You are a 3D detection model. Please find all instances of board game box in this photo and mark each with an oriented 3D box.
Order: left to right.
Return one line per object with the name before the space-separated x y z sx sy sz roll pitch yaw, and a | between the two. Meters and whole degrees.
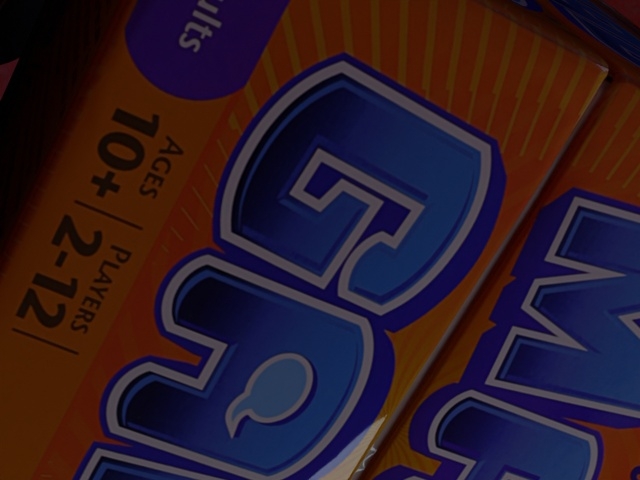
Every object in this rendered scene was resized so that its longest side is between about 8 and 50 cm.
board game box | 0.000 0.000 0.657 0.356 0.356 0.356 -60 -159 19

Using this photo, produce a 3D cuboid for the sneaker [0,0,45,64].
sneaker | -0.209 -0.170 0.662 0.330 0.146 0.122 42 63 -73
